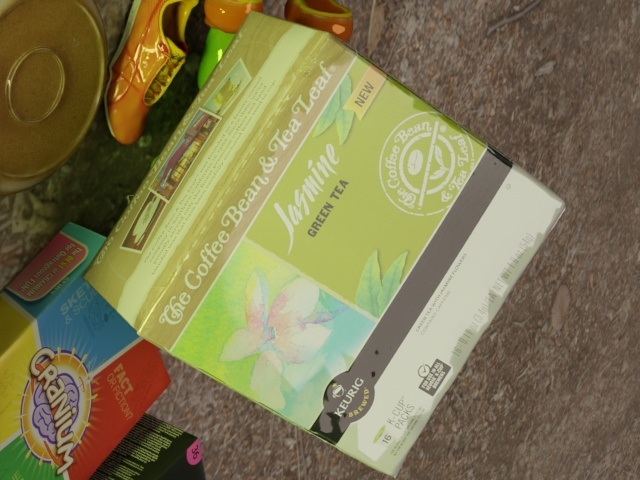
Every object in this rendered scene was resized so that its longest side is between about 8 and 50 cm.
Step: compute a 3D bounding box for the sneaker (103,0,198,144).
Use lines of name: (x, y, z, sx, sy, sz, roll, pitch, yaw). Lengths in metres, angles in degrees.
sneaker: (-0.175, -0.180, 1.650, 0.064, 0.067, 0.175, 0, 109, -59)

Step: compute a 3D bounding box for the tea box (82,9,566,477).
tea box: (0.000, 0.000, 1.592, 0.323, 0.220, 0.329, 31, 90, -25)

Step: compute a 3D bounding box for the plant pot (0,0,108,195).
plant pot: (-0.280, -0.151, 1.538, 0.236, 0.032, 0.236, -33, 133, -45)

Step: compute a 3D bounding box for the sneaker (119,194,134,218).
sneaker: (-0.197, 0.003, 1.747, 0.044, 0.040, 0.109, -12, 118, -57)

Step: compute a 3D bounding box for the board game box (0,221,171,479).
board game box: (-0.303, 0.173, 1.659, 0.316, 0.064, 0.242, -50, 144, -29)

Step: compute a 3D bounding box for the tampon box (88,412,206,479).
tampon box: (-0.217, 0.296, 1.827, 0.161, 0.101, 0.120, -42, 140, -37)

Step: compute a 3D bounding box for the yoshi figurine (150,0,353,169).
yoshi figurine: (-0.080, -0.085, 1.726, 0.203, 0.203, 0.362, -19, 129, -55)
